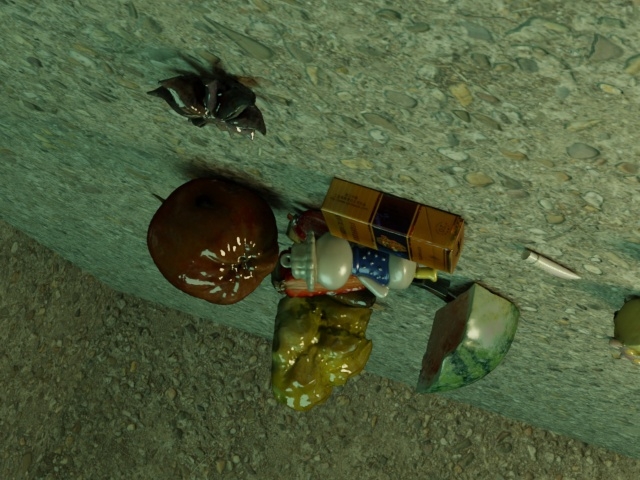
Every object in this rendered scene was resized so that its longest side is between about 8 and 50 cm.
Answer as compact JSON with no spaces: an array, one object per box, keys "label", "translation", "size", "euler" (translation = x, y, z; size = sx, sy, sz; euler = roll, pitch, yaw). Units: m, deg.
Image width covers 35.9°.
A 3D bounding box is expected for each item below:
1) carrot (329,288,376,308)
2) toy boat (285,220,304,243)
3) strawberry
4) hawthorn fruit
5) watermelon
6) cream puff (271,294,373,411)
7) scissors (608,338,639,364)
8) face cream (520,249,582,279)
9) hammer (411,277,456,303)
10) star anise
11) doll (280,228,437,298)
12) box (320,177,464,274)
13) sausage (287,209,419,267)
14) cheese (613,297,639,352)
[{"label":"carrot","translation":[0.049,0.120,2.415],"size":[0.186,0.060,0.060],"euler":[17,166,22]},{"label":"toy boat","translation":[0.000,0.000,1.994],"size":[0.172,0.065,0.066],"euler":[21,179,-37]},{"label":"strawberry","translation":[0.009,0.051,2.141],"size":[0.237,0.111,0.190],"euler":[0,159,-13]},{"label":"hawthorn fruit","translation":[-0.209,0.000,1.942],"size":[0.258,0.258,0.262],"euler":[27,176,-24]},{"label":"watermelon","translation":[0.311,0.206,2.072],"size":[0.176,0.256,0.260],"euler":[51,162,4]},{"label":"cream puff","translation":[0.007,0.282,2.550],"size":[0.257,0.324,0.291],"euler":[-1,134,7]},{"label":"scissors","translation":[0.736,0.247,1.955],"size":[0.318,0.024,0.160],"euler":[11,161,37]},{"label":"face cream","translation":[0.393,0.045,1.683],"size":[0.115,0.020,0.038],"euler":[23,166,-22]},{"label":"hammer","translation":[0.292,0.136,2.162],"size":[0.111,0.033,0.288],"euler":[8,162,46]},{"label":"star anise","translation":[-0.162,-0.204,1.446],"size":[0.181,0.061,0.204],"euler":[18,170,-12]},{"label":"doll","translation":[0.072,0.039,1.839],"size":[0.293,0.138,0.119],"euler":[0,-172,-1]},{"label":"box","translation":[0.128,-0.023,1.715],"size":[0.237,0.070,0.152],"euler":[16,165,13]},{"label":"sausage","translation":[0.058,0.009,1.926],"size":[0.274,0.074,0.074],"euler":[24,166,-13]},{"label":"cheese","translation":[0.599,0.170,1.702],"size":[0.167,0.093,0.123],"euler":[28,163,-28]}]
